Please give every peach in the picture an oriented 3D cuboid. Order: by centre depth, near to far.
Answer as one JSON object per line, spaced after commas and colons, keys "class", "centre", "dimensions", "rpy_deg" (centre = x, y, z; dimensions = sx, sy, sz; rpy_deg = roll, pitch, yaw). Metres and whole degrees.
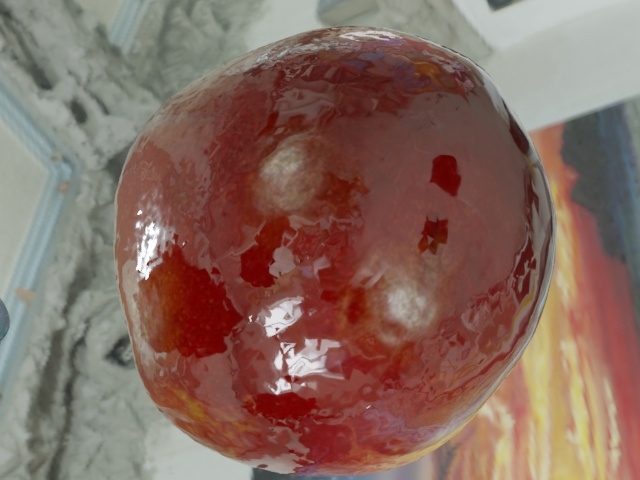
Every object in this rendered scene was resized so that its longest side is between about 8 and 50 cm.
{"class": "peach", "centre": [0.000, 0.000, 0.544], "dimensions": [0.199, 0.243, 0.243], "rpy_deg": [98, 174, -53]}

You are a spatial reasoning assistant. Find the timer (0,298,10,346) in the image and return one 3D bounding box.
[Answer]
{"class": "timer", "centre": [-0.278, 0.050, 0.430], "dimensions": [0.232, 0.091, 0.250], "rpy_deg": [28, -155, 1]}
